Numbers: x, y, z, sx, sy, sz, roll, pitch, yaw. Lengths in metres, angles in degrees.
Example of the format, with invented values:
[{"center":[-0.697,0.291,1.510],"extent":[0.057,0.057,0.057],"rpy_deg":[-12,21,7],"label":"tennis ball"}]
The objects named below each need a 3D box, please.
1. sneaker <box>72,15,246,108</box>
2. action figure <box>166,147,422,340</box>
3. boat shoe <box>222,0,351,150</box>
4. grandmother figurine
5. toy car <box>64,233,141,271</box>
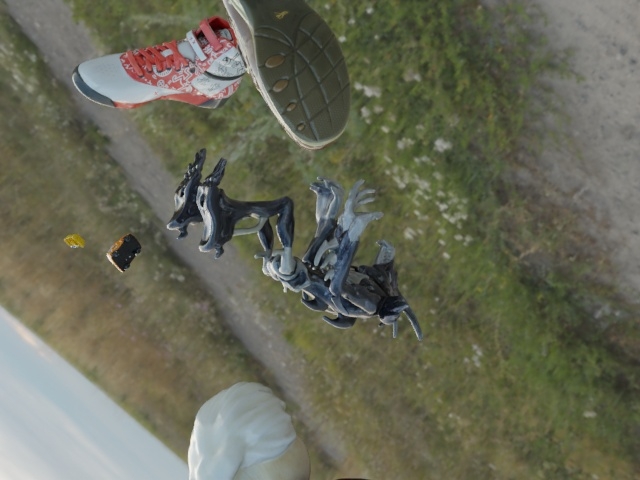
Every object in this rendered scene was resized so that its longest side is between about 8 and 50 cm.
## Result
[{"center":[-0.217,-0.268,1.190],"extent":[0.145,0.270,0.090],"rpy_deg":[-46,62,38],"label":"sneaker"},{"center":[0.000,0.000,0.804],"extent":[0.276,0.141,0.164],"rpy_deg":[28,173,-24],"label":"action figure"},{"center":[-0.027,-0.140,0.605],"extent":[0.060,0.064,0.178],"rpy_deg":[104,144,-67],"label":"boat shoe"},{"center":[0.022,0.248,0.562],"extent":[0.342,0.208,0.104],"rpy_deg":[52,-178,11],"label":"grandmother figurine"},{"center":[-0.327,0.002,1.222],"extent":[0.040,0.060,0.122],"rpy_deg":[-4,151,38],"label":"toy car"}]
